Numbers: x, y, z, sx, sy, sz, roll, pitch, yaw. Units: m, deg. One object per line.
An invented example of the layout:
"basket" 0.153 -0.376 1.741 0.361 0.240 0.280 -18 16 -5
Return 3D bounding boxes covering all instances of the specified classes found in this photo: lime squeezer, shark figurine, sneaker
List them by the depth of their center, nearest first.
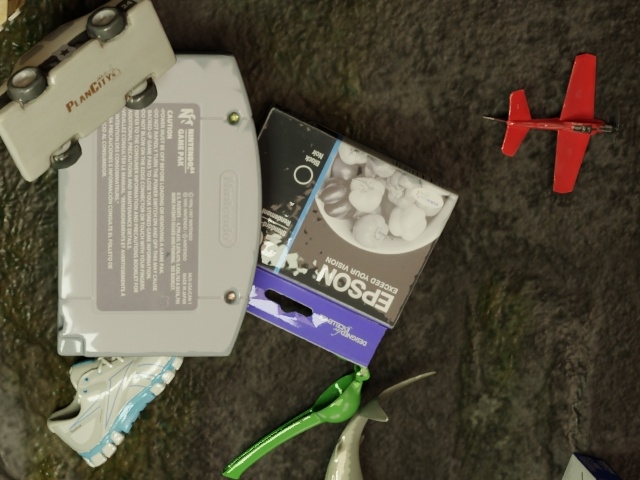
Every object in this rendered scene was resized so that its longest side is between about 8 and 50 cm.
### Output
"sneaker" -0.202 0.133 1.898 0.083 0.071 0.191 35 96 -18
"lime squeezer" 0.002 0.117 1.968 0.110 0.059 0.310 22 105 9
"shark figurine" 0.055 0.275 2.023 0.116 0.166 0.278 -3 93 -42

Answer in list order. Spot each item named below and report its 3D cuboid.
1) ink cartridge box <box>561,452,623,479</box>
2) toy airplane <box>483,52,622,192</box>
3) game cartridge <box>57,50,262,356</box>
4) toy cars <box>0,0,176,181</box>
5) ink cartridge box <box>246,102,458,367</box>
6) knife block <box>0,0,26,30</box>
"ink cartridge box" 0.275 0.348 2.094 0.046 0.097 0.207 15 104 -20
"toy airplane" 0.242 -0.121 1.957 0.151 0.028 0.151 -5 108 -15
"game cartridge" -0.154 -0.035 1.825 0.196 0.060 0.294 1 99 -4
"toy cars" -0.192 -0.242 1.708 0.176 0.087 0.394 10 105 -48
"ink cartridge box" 0.000 0.000 1.889 0.206 0.045 0.208 25 102 -3
"knife block" -0.429 -0.217 1.658 0.275 0.088 0.242 -37 103 14
